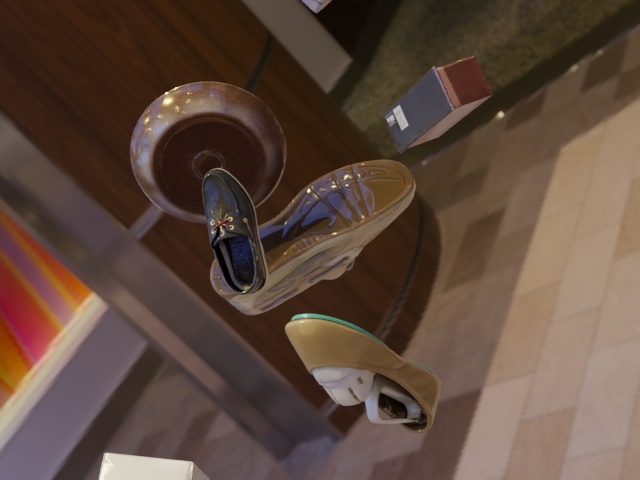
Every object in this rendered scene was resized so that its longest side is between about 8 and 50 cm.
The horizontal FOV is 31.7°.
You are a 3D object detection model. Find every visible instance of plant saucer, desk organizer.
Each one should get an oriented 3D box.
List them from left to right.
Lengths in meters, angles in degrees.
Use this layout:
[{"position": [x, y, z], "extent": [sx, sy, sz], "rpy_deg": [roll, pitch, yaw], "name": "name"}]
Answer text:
[{"position": [-0.141, -0.101, 1.424], "extent": [0.198, 0.198, 0.036], "rpy_deg": [-39, 27, 15], "name": "plant saucer"}, {"position": [0.115, -0.135, 1.130], "extent": [0.050, 0.047, 0.130], "rpy_deg": [-22, -6, -23], "name": "desk organizer"}]

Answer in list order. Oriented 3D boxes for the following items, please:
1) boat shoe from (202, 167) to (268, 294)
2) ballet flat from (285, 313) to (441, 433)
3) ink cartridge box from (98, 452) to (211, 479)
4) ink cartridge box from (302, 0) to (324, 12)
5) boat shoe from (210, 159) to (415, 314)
[{"position": [-0.089, -0.009, 1.141], "extent": [0.049, 0.133, 0.042], "rpy_deg": [-17, 2, 17], "name": "boat shoe"}, {"position": [0.050, 0.139, 1.119], "extent": [0.080, 0.232, 0.073], "rpy_deg": [-13, 61, 38], "name": "ballet flat"}, {"position": [-0.146, 0.242, 1.050], "extent": [0.088, 0.122, 0.052], "rpy_deg": [3, 65, 13], "name": "ink cartridge box"}, {"position": [0.029, -0.366, 1.339], "extent": [0.160, 0.092, 0.219], "rpy_deg": [-43, 6, 0], "name": "ink cartridge box"}, {"position": [0.000, 0.000, 1.511], "extent": [0.302, 0.098, 0.109], "rpy_deg": [-33, 49, 6], "name": "boat shoe"}]
